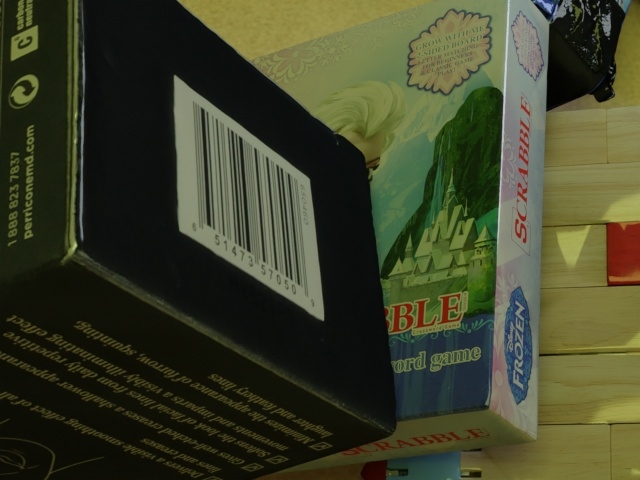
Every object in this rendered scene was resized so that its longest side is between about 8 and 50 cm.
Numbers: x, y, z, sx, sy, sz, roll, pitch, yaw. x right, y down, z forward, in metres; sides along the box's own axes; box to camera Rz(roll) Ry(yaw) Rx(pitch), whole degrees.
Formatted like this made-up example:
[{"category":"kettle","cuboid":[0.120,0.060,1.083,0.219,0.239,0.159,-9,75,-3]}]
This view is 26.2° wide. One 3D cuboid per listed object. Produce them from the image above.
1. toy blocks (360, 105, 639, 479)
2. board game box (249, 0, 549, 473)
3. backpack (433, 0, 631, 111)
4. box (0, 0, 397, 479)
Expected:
[{"category":"toy blocks","cuboid":[0.169,0.055,0.958,0.261,0.191,0.381,-3,61,16]},{"category":"board game box","cuboid":[0.000,0.000,0.962,0.318,0.066,0.318,-13,56,31]},{"category":"backpack","cuboid":[0.165,-0.182,1.083,0.117,0.158,0.173,40,55,-24]},{"category":"box","cuboid":[-0.201,0.037,0.831,0.395,0.293,0.212,-21,57,25]}]
